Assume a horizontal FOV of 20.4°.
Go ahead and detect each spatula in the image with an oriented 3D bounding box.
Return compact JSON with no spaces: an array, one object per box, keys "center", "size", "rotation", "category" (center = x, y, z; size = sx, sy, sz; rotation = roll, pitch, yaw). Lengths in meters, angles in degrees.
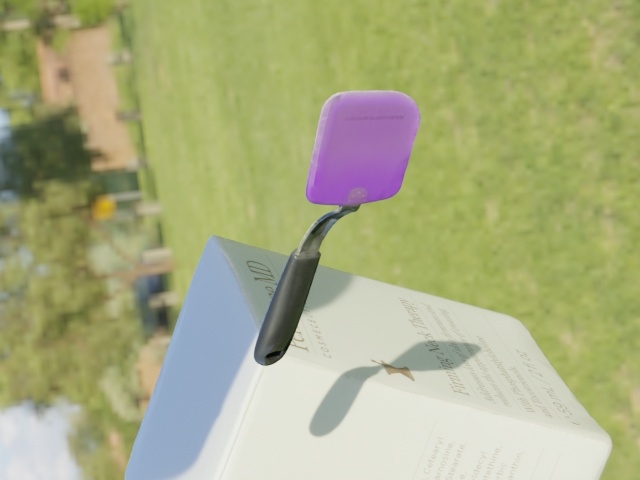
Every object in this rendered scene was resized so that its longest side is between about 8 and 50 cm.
[{"center":[0.000,0.000,1.354],"size":[0.030,0.084,0.296],"rotation":[66,147,33],"category":"spatula"}]

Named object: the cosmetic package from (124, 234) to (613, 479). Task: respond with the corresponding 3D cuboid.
[{"center":[0.035,0.241,1.918],"size":[0.329,0.394,0.327],"rotation":[-121,50,-65],"category":"cosmetic package"}]
